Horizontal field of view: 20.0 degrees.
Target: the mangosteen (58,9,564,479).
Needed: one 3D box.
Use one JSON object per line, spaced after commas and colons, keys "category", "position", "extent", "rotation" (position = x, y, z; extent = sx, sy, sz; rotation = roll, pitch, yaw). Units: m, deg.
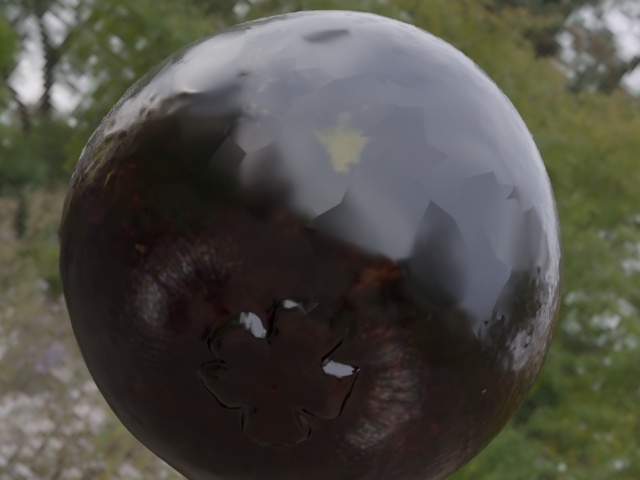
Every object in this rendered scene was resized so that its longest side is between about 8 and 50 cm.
{"category": "mangosteen", "position": [0.000, 0.000, 0.830], "extent": [0.228, 0.228, 0.265], "rotation": [38, 23, -9]}
